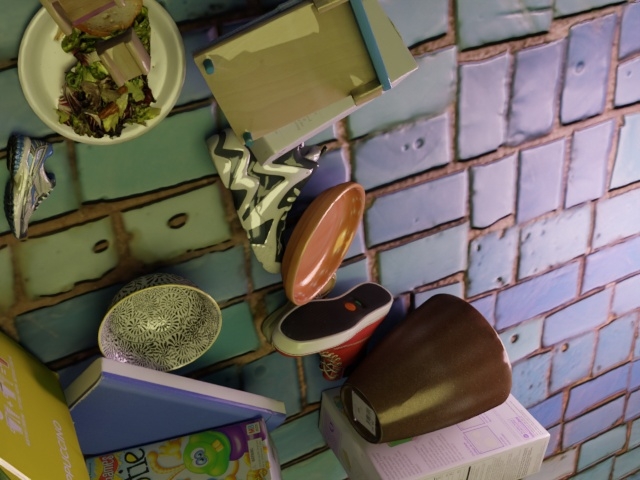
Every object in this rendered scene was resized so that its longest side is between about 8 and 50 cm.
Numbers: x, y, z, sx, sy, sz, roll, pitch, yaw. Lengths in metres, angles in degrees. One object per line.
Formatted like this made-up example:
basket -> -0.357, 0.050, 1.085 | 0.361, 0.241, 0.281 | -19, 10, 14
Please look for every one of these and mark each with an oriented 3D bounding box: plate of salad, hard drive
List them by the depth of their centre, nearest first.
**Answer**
plate of salad -> -0.254, -0.204, 0.946 | 0.200, 0.048, 0.199 | -14, 124, -22
hard drive -> -0.240, 0.275, 1.199 | 0.319, 0.040, 0.210 | 23, 130, -37

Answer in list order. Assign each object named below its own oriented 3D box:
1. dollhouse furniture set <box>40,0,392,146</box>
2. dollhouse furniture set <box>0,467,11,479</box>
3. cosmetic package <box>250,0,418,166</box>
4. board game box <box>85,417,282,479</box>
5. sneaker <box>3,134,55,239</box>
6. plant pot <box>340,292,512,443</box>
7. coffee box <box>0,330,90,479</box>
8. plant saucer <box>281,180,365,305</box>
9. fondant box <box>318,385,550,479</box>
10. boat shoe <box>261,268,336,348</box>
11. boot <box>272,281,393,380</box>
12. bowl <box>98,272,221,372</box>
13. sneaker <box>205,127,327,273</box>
dollhouse furniture set -> -0.110, -0.254, 0.905 | 0.286, 0.198, 0.303 | -26, 132, 5
dollhouse furniture set -> -0.326, 0.403, 0.773 | 0.198, 0.151, 0.301 | -28, 128, -11
cosmetic package -> -0.004, -0.205, 1.020 | 0.231, 0.085, 0.117 | -32, 93, -17
board game box -> -0.199, 0.392, 1.207 | 0.275, 0.142, 0.144 | -13, 142, 0
sneaker -> -0.354, -0.062, 0.975 | 0.058, 0.052, 0.135 | -2, 119, -33
plant pot -> 0.155, 0.230, 1.299 | 0.230, 0.215, 0.215 | -25, 128, -28
coffee box -> -0.504, 0.267, 0.904 | 0.334, 0.337, 0.338 | -40, 129, -4
plant saucer -> 0.000, 0.000, 1.163 | 0.200, 0.037, 0.200 | -53, 160, -28
fondant box -> 0.195, 0.337, 1.398 | 0.330, 0.238, 0.096 | -8, 123, -25
boat shoe -> -0.028, 0.108, 1.258 | 0.153, 0.048, 0.056 | -42, 129, 0
boot -> 0.006, 0.175, 1.258 | 0.244, 0.088, 0.176 | -16, 136, -46
bowl -> -0.230, 0.101, 1.114 | 0.170, 0.080, 0.170 | -12, 132, -14
sneaker -> -0.049, -0.070, 1.110 | 0.153, 0.094, 0.235 | -24, 117, -4
